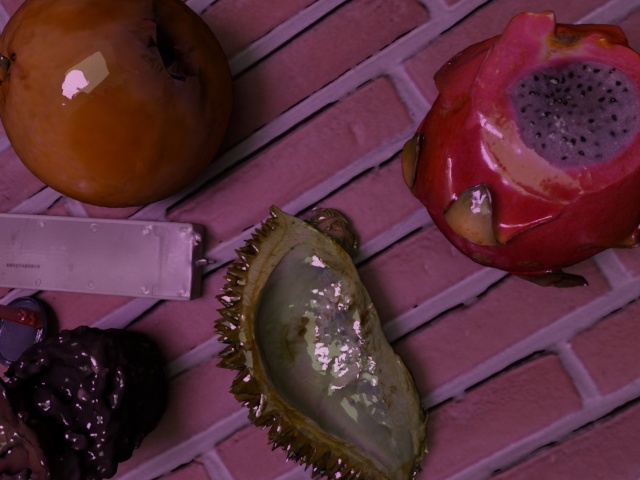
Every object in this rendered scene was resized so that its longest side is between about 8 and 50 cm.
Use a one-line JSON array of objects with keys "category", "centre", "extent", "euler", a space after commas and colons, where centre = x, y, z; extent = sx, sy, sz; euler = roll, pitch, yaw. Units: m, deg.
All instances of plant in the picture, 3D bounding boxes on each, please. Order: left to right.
[{"category": "plant", "centre": [-0.301, 0.196, 0.587], "extent": [0.204, 0.234, 0.178], "euler": [-12, 83, 13]}]

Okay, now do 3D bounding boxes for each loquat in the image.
[{"category": "loquat", "centre": [-0.236, -0.168, 0.577], "extent": [0.263, 0.263, 0.263], "euler": [0, 90, 8]}]

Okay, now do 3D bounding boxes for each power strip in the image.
[{"category": "power strip", "centre": [-0.320, 0.020, 0.678], "extent": [0.367, 0.043, 0.106], "euler": [4, 91, 8]}]

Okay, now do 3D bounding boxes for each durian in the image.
[{"category": "durian", "centre": [-0.008, 0.160, 0.607], "extent": [0.198, 0.163, 0.394], "euler": [-33, 92, -20]}]

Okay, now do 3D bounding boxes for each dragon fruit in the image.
[{"category": "dragon fruit", "centre": [0.239, -0.098, 0.525], "extent": [0.290, 0.189, 0.291], "euler": [0, 91, 8]}]

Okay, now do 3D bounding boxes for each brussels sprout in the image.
[{"category": "brussels sprout", "centre": [0.000, 0.000, 0.629], "extent": [0.085, 0.058, 0.085], "euler": [0, 91, 25]}]

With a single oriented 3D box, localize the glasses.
[{"category": "glasses", "centre": [-0.512, 0.123, 0.600], "extent": [0.234, 0.268, 0.118], "euler": [-19, 69, 9]}]
